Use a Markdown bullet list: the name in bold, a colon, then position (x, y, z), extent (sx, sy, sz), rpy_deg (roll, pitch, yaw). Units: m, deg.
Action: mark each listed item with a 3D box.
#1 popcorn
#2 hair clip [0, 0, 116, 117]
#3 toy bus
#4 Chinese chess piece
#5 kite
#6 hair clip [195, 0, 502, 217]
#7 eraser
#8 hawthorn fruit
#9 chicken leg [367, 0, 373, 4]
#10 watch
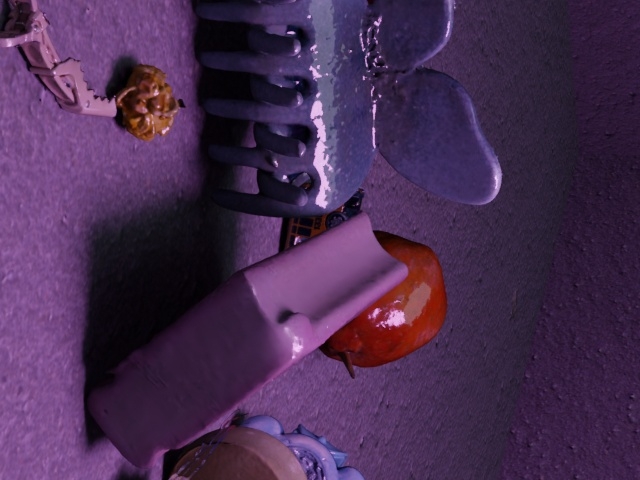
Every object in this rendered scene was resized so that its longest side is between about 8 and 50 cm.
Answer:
- **popcorn**: position (-0.179, -0.150, 1.315), extent (0.084, 0.084, 0.084), rpy_deg (7, 90, -69)
- **hair clip**: position (-0.257, -0.161, 1.171), extent (0.226, 0.034, 0.072), rpy_deg (61, 44, -60)
- **toy bus**: position (0.000, 0.000, 1.797), extent (0.091, 0.103, 0.182), rpy_deg (2, 100, -69)
- **Chinese chess piece**: position (-0.103, 0.327, 1.513), extent (0.083, 0.188, 0.188), rpy_deg (-11, 106, -67)
- **kite**: position (-0.167, 0.285, 1.426), extent (0.229, 0.016, 0.127), rpy_deg (-45, 163, -9)
- **hair clip**: position (-0.002, -0.191, 1.500), extent (0.238, 0.392, 0.318), rpy_deg (-21, 118, -39)
- **eraser**: position (-0.074, 0.108, 1.421), extent (0.122, 0.272, 0.359), rpy_deg (55, 23, 2)
- **hawthorn fruit**: position (0.080, 0.111, 1.907), extent (0.262, 0.211, 0.210), rpy_deg (-53, 144, -43)
- **chicken leg**: position (0.083, -0.253, 1.909), extent (0.177, 0.083, 0.322), rpy_deg (-11, 111, -28)
- **watch**: position (-0.045, 0.361, 1.729), extent (0.193, 0.211, 0.211), rpy_deg (93, 11, -70)
